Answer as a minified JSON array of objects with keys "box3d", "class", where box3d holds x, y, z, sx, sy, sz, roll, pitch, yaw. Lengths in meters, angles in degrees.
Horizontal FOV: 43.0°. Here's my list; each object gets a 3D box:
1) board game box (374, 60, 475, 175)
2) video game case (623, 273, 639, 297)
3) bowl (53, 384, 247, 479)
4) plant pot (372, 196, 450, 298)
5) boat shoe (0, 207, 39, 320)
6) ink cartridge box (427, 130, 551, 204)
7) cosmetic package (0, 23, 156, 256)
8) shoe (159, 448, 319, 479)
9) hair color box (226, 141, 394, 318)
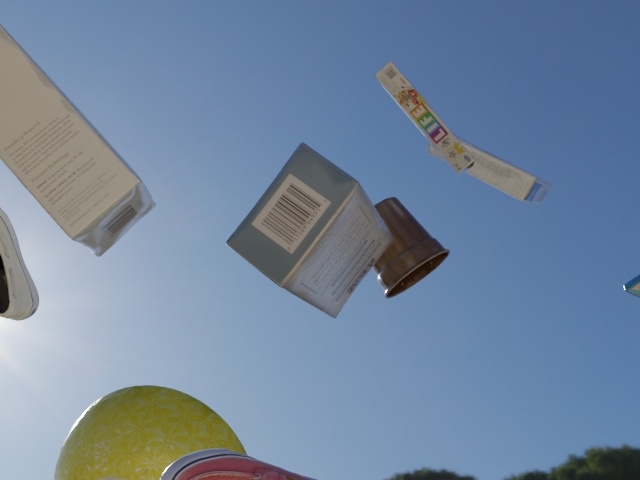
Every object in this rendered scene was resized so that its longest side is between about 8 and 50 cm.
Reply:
[{"box3d":[0.130,-0.146,0.997,0.026,0.103,0.154,-40,-95,9],"class":"board game box"},{"box3d":[0.568,0.049,1.239,0.119,0.015,0.166,21,-45,-23],"class":"video game case"},{"box3d":[-0.246,0.355,1.078,0.290,0.156,0.289,2,-79,13],"class":"bowl"},{"box3d":[0.157,0.009,1.712,0.167,0.165,0.167,-34,-15,-10],"class":"plant pot"},{"box3d":[-0.577,0.021,1.414,0.095,0.258,0.084,-36,-11,6],"class":"boat shoe"},{"box3d":[0.245,-0.127,1.277,0.224,0.223,0.045,32,-78,18],"class":"ink cartridge box"},{"box3d":[-0.477,-0.173,1.416,0.385,0.156,0.217,46,-9,5],"class":"cosmetic package"},{"box3d":[-0.032,0.206,0.624,0.178,0.063,0.081,24,-13,-35],"class":"shoe"},{"box3d":[0.000,0.000,1.308,0.114,0.185,0.374,37,-2,18],"class":"hair color box"}]
